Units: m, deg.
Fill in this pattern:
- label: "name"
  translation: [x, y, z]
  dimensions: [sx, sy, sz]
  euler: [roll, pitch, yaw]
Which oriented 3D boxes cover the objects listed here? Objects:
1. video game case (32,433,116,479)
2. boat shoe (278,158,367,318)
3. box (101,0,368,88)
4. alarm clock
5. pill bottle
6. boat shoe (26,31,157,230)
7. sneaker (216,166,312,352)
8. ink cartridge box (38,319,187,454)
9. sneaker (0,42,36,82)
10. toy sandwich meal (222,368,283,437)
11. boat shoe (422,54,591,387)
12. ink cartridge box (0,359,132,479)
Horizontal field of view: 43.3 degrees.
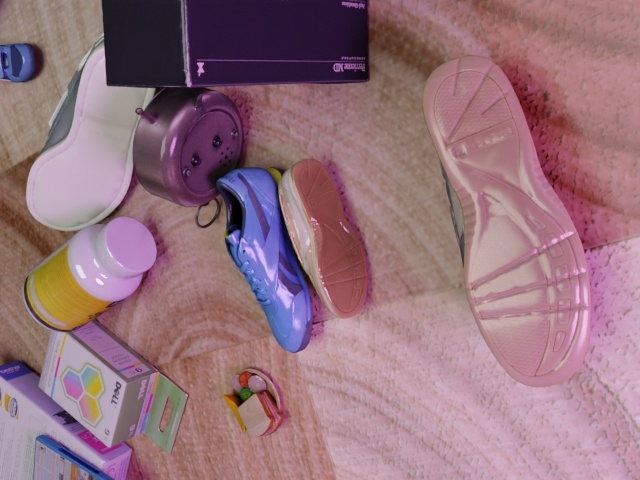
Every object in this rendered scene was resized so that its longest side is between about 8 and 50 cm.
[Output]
- label: "video game case"
  translation: [-0.339, 0.355, 1.115]
  dimensions: [0.166, 0.015, 0.119]
  euler: [20, 110, 29]
- label: "boat shoe"
  translation: [0.000, 0.000, 0.848]
  dimensions: [0.059, 0.063, 0.170]
  euler: [-13, 93, 60]
- label: "box"
  translation: [-0.064, -0.229, 0.712]
  dimensions: [0.103, 0.261, 0.185]
  euler: [5, 102, 34]
- label: "alarm clock"
  translation: [-0.136, -0.088, 0.887]
  dimensions: [0.064, 0.129, 0.192]
  euler: [23, 141, 26]
- label: "pill bottle"
  translation: [-0.293, 0.042, 1.030]
  dimensions: [0.184, 0.103, 0.103]
  euler: [-30, 82, 36]
- label: "boat shoe"
  translation: [-0.279, -0.137, 1.008]
  dimensions: [0.319, 0.116, 0.099]
  euler: [-53, 26, 38]
- label: "sneaker"
  translation: [-0.067, 0.025, 0.874]
  dimensions: [0.069, 0.082, 0.210]
  euler: [-6, 97, 52]
- label: "ink cartridge box"
  translation: [-0.282, 0.200, 1.083]
  dimensions: [0.209, 0.062, 0.109]
  euler: [31, 116, 26]
- label: "sneaker"
  translation: [-0.447, -0.243, 1.105]
  dimensions: [0.144, 0.059, 0.053]
  euler: [3, 100, 34]
- label: "toy sandwich meal"
  translation: [-0.082, 0.195, 0.960]
  dimensions: [0.085, 0.029, 0.086]
  euler: [8, 105, 34]
- label: "boat shoe"
  translation: [0.164, -0.018, 0.704]
  dimensions: [0.102, 0.092, 0.285]
  euler: [-20, 86, 17]
- label: "ink cartridge box"
  translation: [-0.421, 0.311, 1.205]
  dimensions: [0.311, 0.065, 0.186]
  euler: [27, 113, 25]
